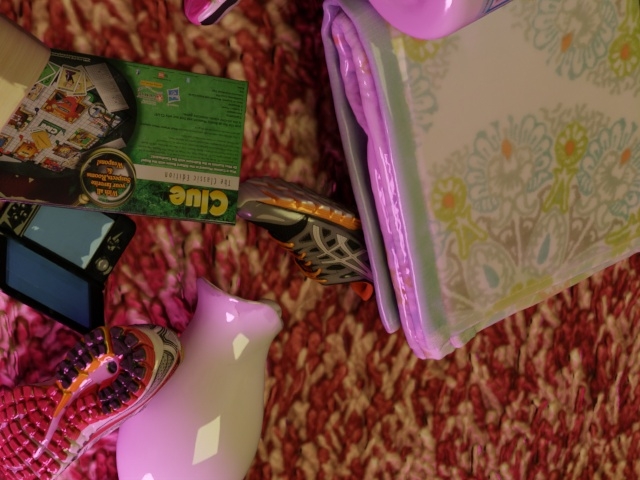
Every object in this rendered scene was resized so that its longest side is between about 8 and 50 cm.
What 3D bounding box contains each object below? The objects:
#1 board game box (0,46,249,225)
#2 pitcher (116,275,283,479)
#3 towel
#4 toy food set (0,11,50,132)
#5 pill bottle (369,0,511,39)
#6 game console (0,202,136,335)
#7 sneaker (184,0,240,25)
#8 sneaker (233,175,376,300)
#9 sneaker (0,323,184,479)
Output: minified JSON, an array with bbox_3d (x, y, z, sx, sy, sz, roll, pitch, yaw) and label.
[{"bbox_3d":[-0.185,-0.091,1.229,0.259,0.030,0.136,7,86,-33],"label":"board game box"},{"bbox_3d":[-0.099,0.145,1.314,0.207,0.125,0.178,-68,163,0],"label":"pitcher"},{"bbox_3d":[0.175,-0.104,1.351,0.320,0.090,0.374,-25,118,-26],"label":"towel"},{"bbox_3d":[-0.384,-0.089,1.090,0.220,0.092,0.306,36,84,-20],"label":"toy food set"},{"bbox_3d":[0.159,-0.283,1.186,0.264,0.146,0.146,-31,120,-26],"label":"pill bottle"},{"bbox_3d":[-0.220,0.011,1.232,0.122,0.071,0.107,34,87,-36],"label":"game console"},{"bbox_3d":[-0.048,-0.249,1.257,0.170,0.063,0.075,-51,134,-1],"label":"sneaker"},{"bbox_3d":[0.000,0.000,1.362,0.215,0.084,0.083,20,100,-36],"label":"sneaker"},{"bbox_3d":[-0.204,0.146,1.234,0.093,0.225,0.088,-9,69,-59],"label":"sneaker"}]
